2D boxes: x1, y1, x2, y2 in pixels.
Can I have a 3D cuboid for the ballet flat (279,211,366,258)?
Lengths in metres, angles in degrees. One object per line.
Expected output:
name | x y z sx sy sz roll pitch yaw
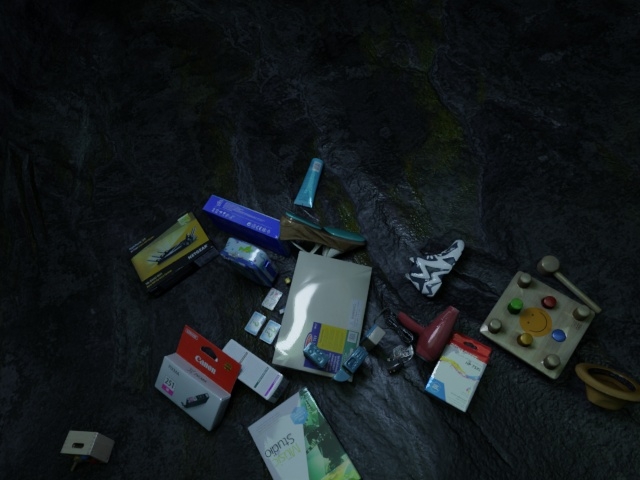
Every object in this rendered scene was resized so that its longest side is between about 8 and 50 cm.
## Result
ballet flat | 0.000 0.000 1.657 0.124 0.342 0.116 -68 26 13

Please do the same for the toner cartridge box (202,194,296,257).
toner cartridge box | -0.273 -0.056 1.761 0.347 0.165 0.075 22 70 21

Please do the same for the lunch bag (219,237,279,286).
lunch bag | -0.251 0.083 1.654 0.175 0.219 0.090 21 71 21

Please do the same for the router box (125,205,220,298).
router box | -0.594 0.043 1.831 0.308 0.081 0.243 -36 62 -6

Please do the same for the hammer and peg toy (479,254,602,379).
hammer and peg toy | 0.705 0.217 1.421 0.265 0.127 0.361 34 75 25

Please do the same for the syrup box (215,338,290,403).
syrup box | -0.229 0.442 1.541 0.236 0.093 0.096 29 73 24

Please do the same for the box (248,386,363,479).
box | -0.053 0.659 1.414 0.232 0.058 0.322 -35 63 -5

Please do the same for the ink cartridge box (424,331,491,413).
ink cartridge box | 0.433 0.401 1.420 0.134 0.078 0.231 24 71 22

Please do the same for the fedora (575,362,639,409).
fedora | 0.815 0.425 1.295 0.194 0.194 0.079 19 105 21

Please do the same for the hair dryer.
hair dryer | 0.309 0.284 1.463 0.293 0.080 0.224 -23 59 21

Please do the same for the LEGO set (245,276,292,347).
LEGO set | -0.139 0.253 1.639 0.182 0.060 0.244 25 71 19

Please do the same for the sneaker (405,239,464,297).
sneaker | 0.386 0.067 1.587 0.153 0.094 0.235 33 85 16

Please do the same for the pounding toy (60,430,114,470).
pounding toy | -0.791 0.710 1.527 0.141 0.130 0.100 -2 51 12

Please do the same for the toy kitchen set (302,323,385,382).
toy kitchen set | 0.071 0.327 1.442 0.166 0.122 0.207 39 68 10

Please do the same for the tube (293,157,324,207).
tube | -0.041 -0.236 1.866 0.080 0.052 0.207 12 72 23

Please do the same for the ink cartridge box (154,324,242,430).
ink cartridge box | -0.417 0.459 1.536 0.275 0.060 0.239 27 105 23

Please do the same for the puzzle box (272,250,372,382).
puzzle box | 0.010 0.255 1.563 0.271 0.052 0.410 14 66 0
